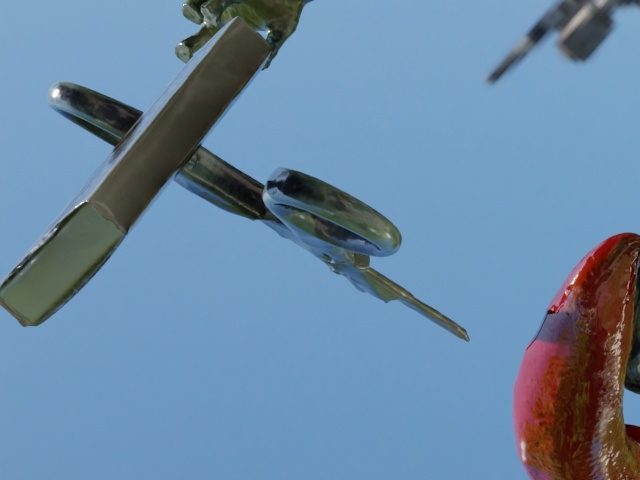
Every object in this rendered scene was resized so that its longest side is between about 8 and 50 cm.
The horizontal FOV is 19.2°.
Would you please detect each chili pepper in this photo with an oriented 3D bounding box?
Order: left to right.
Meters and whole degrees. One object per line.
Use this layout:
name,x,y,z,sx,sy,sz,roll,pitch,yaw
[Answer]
chili pepper,0.204,0.128,1.345,0.092,0.137,0.368,56,177,30

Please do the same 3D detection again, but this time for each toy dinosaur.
toy dinosaur,-0.074,-0.230,1.787,0.147,0.363,0.076,-49,-50,-34

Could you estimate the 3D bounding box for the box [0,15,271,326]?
box,-0.100,-0.038,1.028,0.036,0.115,0.177,41,-134,-7

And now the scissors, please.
scissors,0.000,0.000,1.266,0.256,0.029,0.383,22,172,31

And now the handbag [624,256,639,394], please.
handbag,0.420,-0.033,1.918,0.180,0.317,0.416,5,-168,21
